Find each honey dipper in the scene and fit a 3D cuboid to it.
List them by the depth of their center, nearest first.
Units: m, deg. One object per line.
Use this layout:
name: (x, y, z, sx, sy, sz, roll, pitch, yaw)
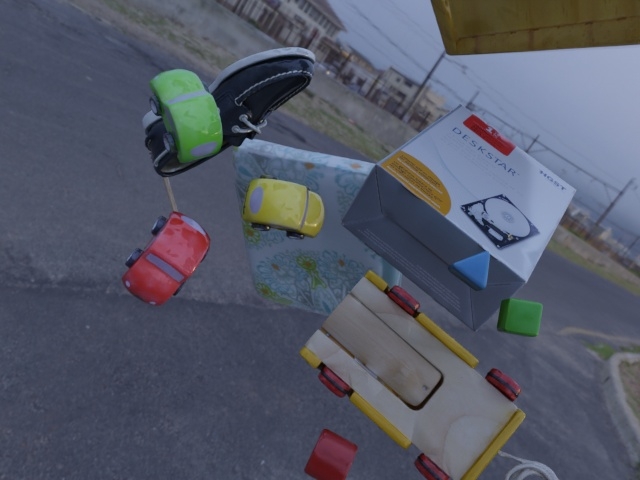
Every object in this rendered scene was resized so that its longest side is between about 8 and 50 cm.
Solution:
honey dipper: (-0.267, -0.090, 0.983, 0.030, 0.030, 0.161, -27, 100, -73)

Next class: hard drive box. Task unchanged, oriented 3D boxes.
hard drive box: (0.163, -0.039, 0.624, 0.181, 0.089, 0.232, 39, 41, 10)

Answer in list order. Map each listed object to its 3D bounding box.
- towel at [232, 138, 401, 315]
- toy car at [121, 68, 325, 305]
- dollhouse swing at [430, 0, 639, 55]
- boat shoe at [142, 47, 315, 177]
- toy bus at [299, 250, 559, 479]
towel: (0.000, 0.000, 1.054, 0.320, 0.375, 0.090, 13, 43, 17)
toy car: (-0.116, -0.073, 0.579, 0.053, 0.238, 0.225, -6, -75, 64)
dollhouse swing: (0.314, -0.371, 0.620, 0.314, 0.305, 0.347, -10, 18, -21)
boat shoe: (-0.129, -0.176, 0.799, 0.114, 0.302, 0.091, 1, 73, -55)
toy bus: (0.082, 0.119, 0.470, 0.190, 0.202, 0.104, -4, -9, 5)
